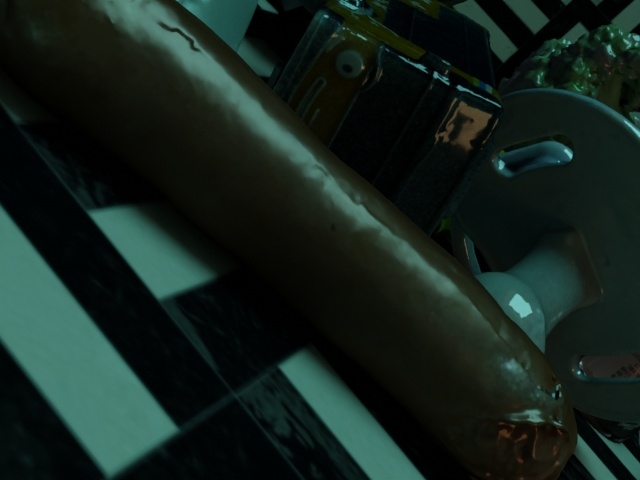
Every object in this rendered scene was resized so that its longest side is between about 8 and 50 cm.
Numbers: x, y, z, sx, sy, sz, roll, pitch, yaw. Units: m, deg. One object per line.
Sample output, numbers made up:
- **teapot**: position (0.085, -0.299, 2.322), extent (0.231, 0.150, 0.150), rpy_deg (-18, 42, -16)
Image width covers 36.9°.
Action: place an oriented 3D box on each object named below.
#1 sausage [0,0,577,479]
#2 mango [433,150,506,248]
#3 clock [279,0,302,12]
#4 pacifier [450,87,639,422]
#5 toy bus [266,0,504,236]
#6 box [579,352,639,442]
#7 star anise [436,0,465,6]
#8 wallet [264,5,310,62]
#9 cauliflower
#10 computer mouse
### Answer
- **sausage**: position (0.000, 0.000, 0.532), extent (0.419, 0.094, 0.094), rpy_deg (42, -25, -16)
- **mango**: position (0.141, -0.061, 0.965), extent (0.119, 0.100, 0.178), rpy_deg (33, 15, -32)
- **clock**: position (0.078, -0.237, 1.162), extent (0.295, 0.113, 0.322), rpy_deg (18, 35, -57)
- **pacifier**: position (0.163, 0.034, 0.742), extent (0.226, 0.238, 0.287), rpy_deg (-28, 104, -41)
- **toy bus**: position (0.043, -0.115, 0.733), extent (0.167, 0.138, 0.275), rpy_deg (28, 24, -4)
- **box**: position (0.297, 0.096, 0.935), extent (0.151, 0.135, 0.151), rpy_deg (40, 19, -17)
- **star anise**: position (0.121, -0.351, 1.402), extent (0.288, 0.088, 0.288), rpy_deg (42, -24, 23)
- **wallet**: position (0.041, -0.163, 0.946), extent (0.110, 0.031, 0.198), rpy_deg (-26, 63, -34)
- **cauliflower**: position (0.310, -0.105, 1.041), extent (0.315, 0.239, 0.256), rpy_deg (5, 9, -6)
- **computer mouse**: position (-0.107, -0.237, 0.809), extent (0.128, 0.079, 0.231), rpy_deg (36, 25, -26)
